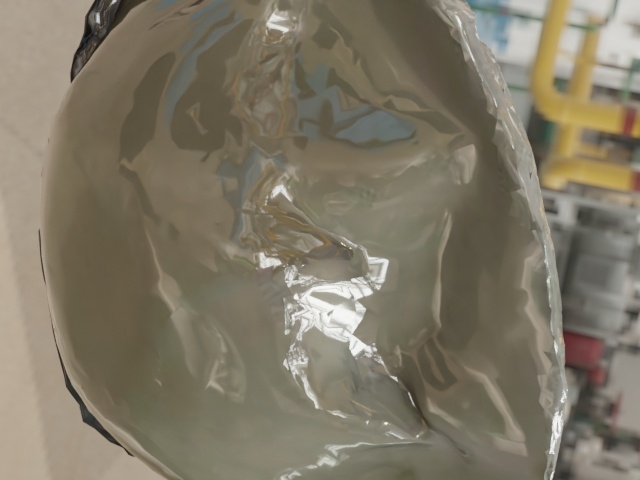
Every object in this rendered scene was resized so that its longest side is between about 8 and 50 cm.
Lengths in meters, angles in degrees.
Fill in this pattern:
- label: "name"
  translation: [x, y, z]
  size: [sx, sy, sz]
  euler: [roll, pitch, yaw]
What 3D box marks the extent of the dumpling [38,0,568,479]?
- label: "dumpling"
  translation: [-0.018, 0.000, 0.604]
  size: [0.204, 0.163, 0.293]
  euler: [-108, -167, -74]
